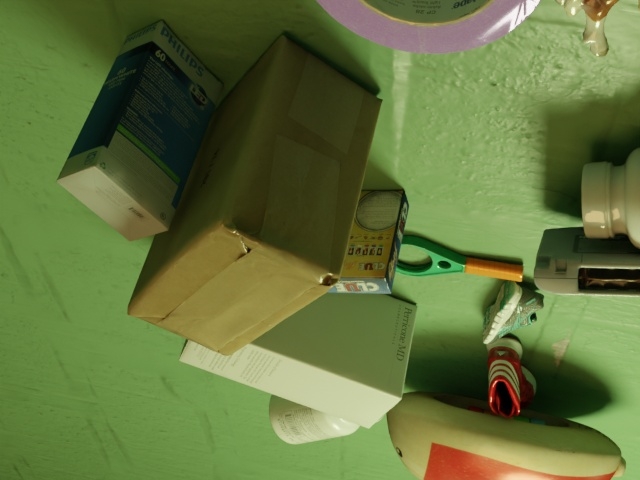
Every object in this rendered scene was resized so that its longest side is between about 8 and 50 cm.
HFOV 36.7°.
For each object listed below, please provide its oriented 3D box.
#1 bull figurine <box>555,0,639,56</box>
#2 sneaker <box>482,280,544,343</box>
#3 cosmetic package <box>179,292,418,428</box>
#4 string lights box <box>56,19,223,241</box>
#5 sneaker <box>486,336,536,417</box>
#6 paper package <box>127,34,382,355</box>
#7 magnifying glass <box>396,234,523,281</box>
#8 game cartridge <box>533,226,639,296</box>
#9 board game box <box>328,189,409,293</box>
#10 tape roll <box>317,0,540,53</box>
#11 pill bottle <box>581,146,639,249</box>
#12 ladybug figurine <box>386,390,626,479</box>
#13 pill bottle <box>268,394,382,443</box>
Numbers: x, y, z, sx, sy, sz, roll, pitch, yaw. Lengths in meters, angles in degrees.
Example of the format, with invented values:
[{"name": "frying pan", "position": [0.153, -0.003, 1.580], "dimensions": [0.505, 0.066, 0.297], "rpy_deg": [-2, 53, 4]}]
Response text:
[{"name": "bull figurine", "position": [0.394, -0.257, 0.997], "dimensions": [0.310, 0.101, 0.188], "rpy_deg": [20, 147, -7]}, {"name": "sneaker", "position": [0.321, 0.130, 1.610], "dimensions": [0.076, 0.065, 0.166], "rpy_deg": [13, 147, -4]}, {"name": "cosmetic package", "position": [-0.035, 0.161, 1.669], "dimensions": [0.365, 0.197, 0.155], "rpy_deg": [19, 145, -9]}, {"name": "string lights box", "position": [-0.225, -0.144, 1.250], "dimensions": [0.076, 0.260, 0.133], "rpy_deg": [-15, 135, 35]}, {"name": "sneaker", "position": [0.337, 0.281, 1.754], "dimensions": [0.087, 0.128, 0.221], "rpy_deg": [-4, 141, 26]}, {"name": "paper package", "position": [-0.088, -0.050, 1.275], "dimensions": [0.168, 0.325, 0.309], "rpy_deg": [29, 143, -20]}, {"name": "magnifying glass", "position": [0.209, 0.037, 1.550], "dimensions": [0.230, 0.026, 0.092], "rpy_deg": [7, 145, 10]}, {"name": "game cartridge", "position": [0.447, 0.025, 1.304], "dimensions": [0.297, 0.198, 0.062], "rpy_deg": [1, 101, 18]}, {"name": "board game box", "position": [0.000, 0.000, 1.454], "dimensions": [0.243, 0.165, 0.042], "rpy_deg": [1, 143, 21]}, {"name": "tape roll", "position": [0.111, -0.328, 1.016], "dimensions": [0.274, 0.090, 0.275], "rpy_deg": [11, 146, 8]}, {"name": "pill bottle", "position": [0.463, -0.055, 1.225], "dimensions": [0.245, 0.136, 0.136], "rpy_deg": [-1, 142, 23]}, {"name": "ladybug figurine", "position": [0.337, 0.398, 1.803], "dimensions": [0.449, 0.162, 0.305], "rpy_deg": [10, 179, 14]}, {"name": "pill bottle", "position": [0.017, 0.333, 1.947], "dimensions": [0.229, 0.131, 0.131], "rpy_deg": [-20, 133, 40]}]
